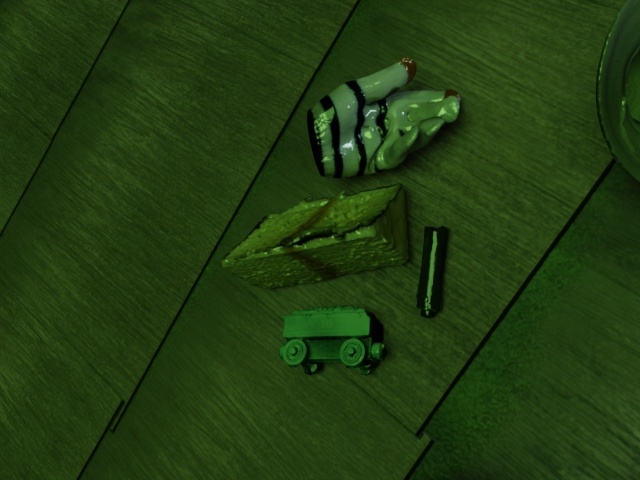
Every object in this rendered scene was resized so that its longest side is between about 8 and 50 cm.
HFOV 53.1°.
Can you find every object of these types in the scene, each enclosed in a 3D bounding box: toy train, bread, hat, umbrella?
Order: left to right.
[{"bbox_3d":[0.000,0.000,0.958,0.266,0.142,0.178,-9,36,28],"label":"bread"},{"bbox_3d":[0.017,0.146,0.949,0.172,0.070,0.099,-6,68,26],"label":"toy train"},{"bbox_3d":[0.158,0.044,0.913,0.036,0.031,0.133,-1,80,55],"label":"umbrella"},{"bbox_3d":[0.399,-0.187,0.771,0.252,0.252,0.110,-68,21,2],"label":"hat"}]

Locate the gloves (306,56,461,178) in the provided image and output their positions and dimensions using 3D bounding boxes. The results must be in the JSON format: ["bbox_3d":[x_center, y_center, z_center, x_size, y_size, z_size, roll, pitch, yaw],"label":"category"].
[{"bbox_3d":[0.096,-0.171,0.946,0.219,0.131,0.140,-14,70,-7],"label":"gloves"}]
